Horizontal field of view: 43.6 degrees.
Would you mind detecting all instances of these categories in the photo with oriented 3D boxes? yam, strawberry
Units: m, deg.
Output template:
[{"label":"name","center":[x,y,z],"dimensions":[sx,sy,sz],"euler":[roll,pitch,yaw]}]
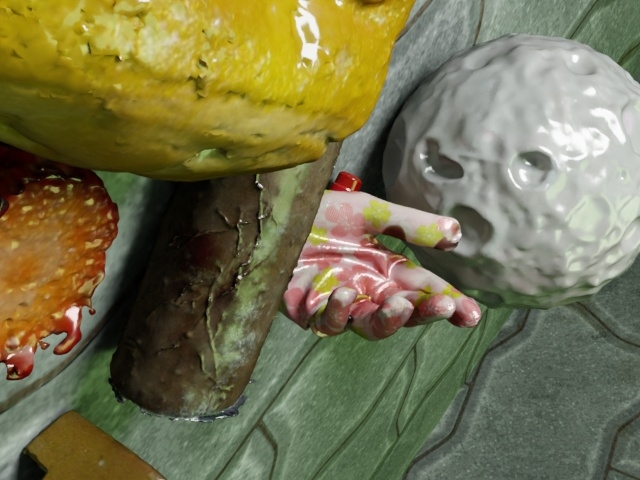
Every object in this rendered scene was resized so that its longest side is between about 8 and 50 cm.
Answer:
[{"label":"yam","center":[-0.074,0.004,0.651],"dimensions":[0.131,0.131,0.279],"euler":[-5,119,-65]},{"label":"strawberry","center":[-0.182,0.004,0.443],"dimensions":[0.145,0.086,0.145],"euler":[-52,160,-29]}]

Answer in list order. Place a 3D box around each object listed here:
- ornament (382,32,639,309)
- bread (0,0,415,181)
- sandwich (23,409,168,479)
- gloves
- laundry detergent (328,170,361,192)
[{"label":"ornament","center":[0.233,-0.084,0.966],"dimensions":[0.337,0.337,0.337],"euler":[-48,156,-30]},{"label":"bread","center":[-0.045,-0.187,0.387],"dimensions":[0.328,0.148,0.337],"euler":[-3,112,-66]},{"label":"sandwich","center":[-0.230,0.273,0.635],"dimensions":[0.235,0.128,0.122],"euler":[-46,159,-31]},{"label":"gloves","center":[0.044,0.035,0.784],"dimensions":[0.145,0.241,0.126],"euler":[-46,155,-33]},{"label":"laundry detergent","center":[0.000,0.000,0.909],"dimensions":[0.165,0.049,0.097],"euler":[-63,180,2]}]
